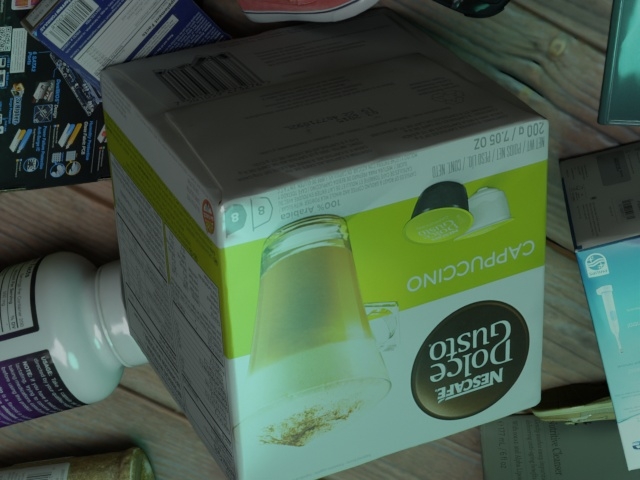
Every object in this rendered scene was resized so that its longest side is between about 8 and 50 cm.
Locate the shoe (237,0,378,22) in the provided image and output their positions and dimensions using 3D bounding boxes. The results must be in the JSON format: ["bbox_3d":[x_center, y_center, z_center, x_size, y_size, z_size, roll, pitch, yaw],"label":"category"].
[{"bbox_3d":[-0.022,-0.273,1.550,0.178,0.063,0.081,0,143,33],"label":"shoe"}]

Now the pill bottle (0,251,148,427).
[{"bbox_3d":[-0.356,0.121,1.756,0.323,0.181,0.181,-15,117,11],"label":"pill bottle"}]

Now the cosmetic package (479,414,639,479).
[{"bbox_3d":[0.392,0.321,1.807,0.385,0.217,0.156,-5,119,4],"label":"cosmetic package"}]

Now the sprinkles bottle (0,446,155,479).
[{"bbox_3d":[-0.391,0.345,1.916,0.355,0.121,0.121,-9,118,8],"label":"sprinkles bottle"}]

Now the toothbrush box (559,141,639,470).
[{"bbox_3d":[0.360,0.069,1.667,0.126,0.216,0.295,-12,117,10],"label":"toothbrush box"}]

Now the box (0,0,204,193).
[{"bbox_3d":[-0.268,-0.196,1.558,0.293,0.073,0.295,-11,126,-32],"label":"box"}]

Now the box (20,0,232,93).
[{"bbox_3d":[-0.184,-0.205,1.538,0.136,0.036,0.225,-47,135,1],"label":"box"}]

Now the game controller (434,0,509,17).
[{"bbox_3d":[0.079,-0.354,1.547,0.319,0.067,0.166,23,103,-10],"label":"game controller"}]

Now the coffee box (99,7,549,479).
[{"bbox_3d":[0.000,0.000,1.516,0.337,0.338,0.334,-15,122,-21],"label":"coffee box"}]

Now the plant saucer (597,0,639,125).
[{"bbox_3d":[0.345,-0.209,1.628,0.067,0.018,0.192,3,120,2],"label":"plant saucer"}]

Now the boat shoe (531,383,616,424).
[{"bbox_3d":[0.335,0.205,1.836,0.153,0.056,0.048,-11,113,1],"label":"boat shoe"}]
